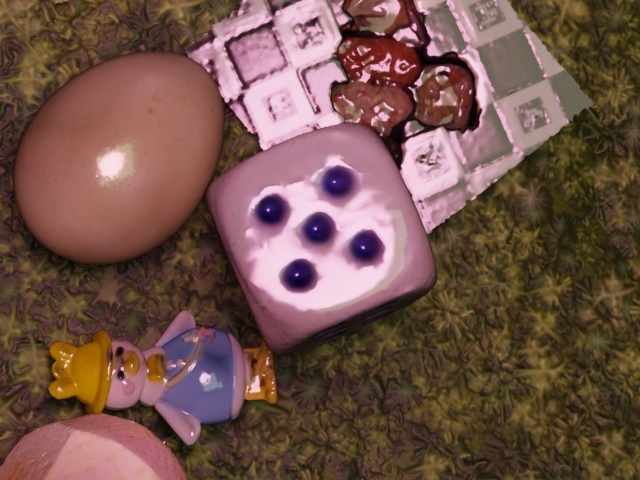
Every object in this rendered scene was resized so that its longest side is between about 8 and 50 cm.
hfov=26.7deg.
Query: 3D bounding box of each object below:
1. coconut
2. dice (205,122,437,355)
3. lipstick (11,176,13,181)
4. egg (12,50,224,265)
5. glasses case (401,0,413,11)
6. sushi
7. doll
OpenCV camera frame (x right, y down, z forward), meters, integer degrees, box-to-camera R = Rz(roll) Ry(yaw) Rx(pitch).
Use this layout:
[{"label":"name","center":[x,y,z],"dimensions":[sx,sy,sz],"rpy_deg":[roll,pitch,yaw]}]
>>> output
[{"label":"coconut","center":[-0.234,0.299,1.331],"dimensions":[0.197,0.237,0.236],"rpy_deg":[19,79,15]},{"label":"dice","center":[0.000,0.000,1.387],"dimensions":[0.194,0.193,0.191],"rpy_deg":[-24,83,-6]},{"label":"lipstick","center":[-0.298,-0.030,1.441],"dimensions":[0.019,0.019,0.094],"rpy_deg":[-33,95,-16]},{"label":"egg","center":[-0.202,-0.089,1.387],"dimensions":[0.188,0.188,0.253],"rpy_deg":[40,66,-10]},{"label":"glasses case","center":[0.136,-0.279,1.575],"dimensions":[0.075,0.049,0.218],"rpy_deg":[-42,97,-7]},{"label":"sushi","center":[0.073,-0.179,1.527],"dimensions":[0.320,0.069,0.339],"rpy_deg":[-40,91,0]},{"label":"doll","center":[-0.166,0.143,1.427],"dimensions":[0.241,0.099,0.135],"rpy_deg":[4,92,-18]}]
